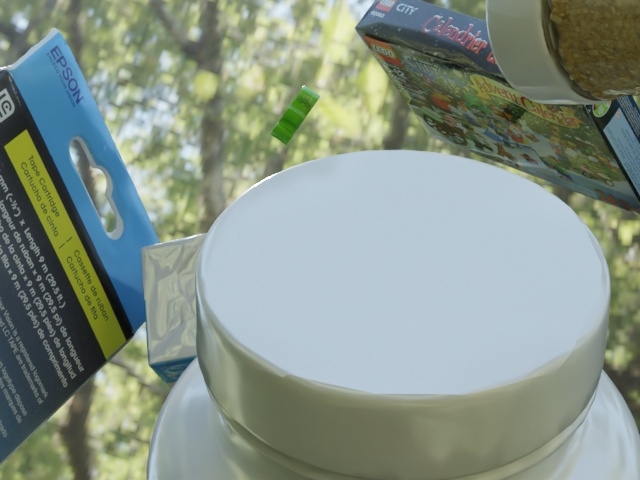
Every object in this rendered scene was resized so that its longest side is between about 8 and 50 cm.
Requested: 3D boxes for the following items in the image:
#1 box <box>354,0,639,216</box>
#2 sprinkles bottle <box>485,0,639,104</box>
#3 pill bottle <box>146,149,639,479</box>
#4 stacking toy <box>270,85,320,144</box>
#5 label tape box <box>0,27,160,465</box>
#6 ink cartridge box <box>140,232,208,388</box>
[{"bbox_3d":[0.153,-0.109,1.382,0.233,0.044,0.159,24,-16,40],"label":"box"},{"bbox_3d":[0.267,-0.144,1.035,0.355,0.121,0.121,3,-40,46],"label":"sprinkles bottle"},{"bbox_3d":[0.027,0.140,0.691,0.188,0.188,0.334,6,-53,8],"label":"pill bottle"},{"bbox_3d":[0.000,0.000,1.472,0.167,0.052,0.221,32,-77,-2],"label":"stacking toy"},{"bbox_3d":[-0.285,0.030,1.314,0.115,0.347,0.249,-1,-58,38],"label":"label tape box"},{"bbox_3d":[-0.081,0.082,1.392,0.060,0.104,0.180,-13,-29,11],"label":"ink cartridge box"}]
